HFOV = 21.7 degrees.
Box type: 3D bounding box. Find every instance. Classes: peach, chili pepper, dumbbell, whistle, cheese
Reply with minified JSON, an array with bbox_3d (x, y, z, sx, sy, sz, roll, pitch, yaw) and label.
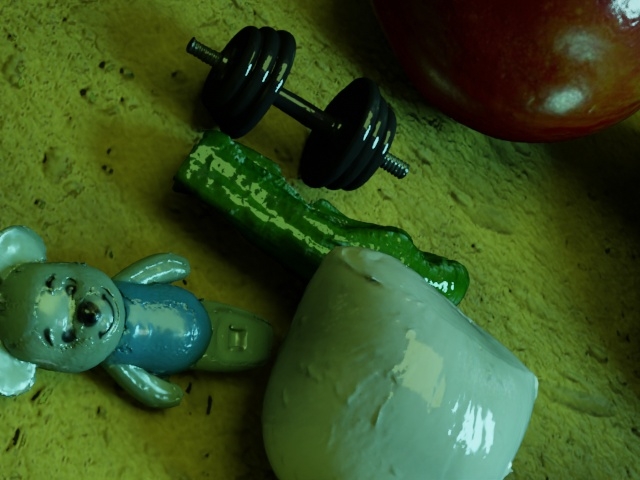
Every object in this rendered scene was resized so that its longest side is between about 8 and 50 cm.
[{"bbox_3d":[0.171,-0.208,1.448,0.274,0.248,0.245,5,86,-4],"label":"peach"},{"bbox_3d":[0.000,0.000,1.274,0.253,0.083,0.099,32,9,-17],"label":"chili pepper"},{"bbox_3d":[-0.016,-0.103,1.322,0.208,0.099,0.099,29,48,-21],"label":"dumbbell"},{"bbox_3d":[-0.127,0.059,1.147,0.235,0.077,0.114,11,76,-38],"label":"whistle"},{"bbox_3d":[0.054,0.121,1.185,0.198,0.154,0.189,38,72,-23],"label":"cheese"}]
